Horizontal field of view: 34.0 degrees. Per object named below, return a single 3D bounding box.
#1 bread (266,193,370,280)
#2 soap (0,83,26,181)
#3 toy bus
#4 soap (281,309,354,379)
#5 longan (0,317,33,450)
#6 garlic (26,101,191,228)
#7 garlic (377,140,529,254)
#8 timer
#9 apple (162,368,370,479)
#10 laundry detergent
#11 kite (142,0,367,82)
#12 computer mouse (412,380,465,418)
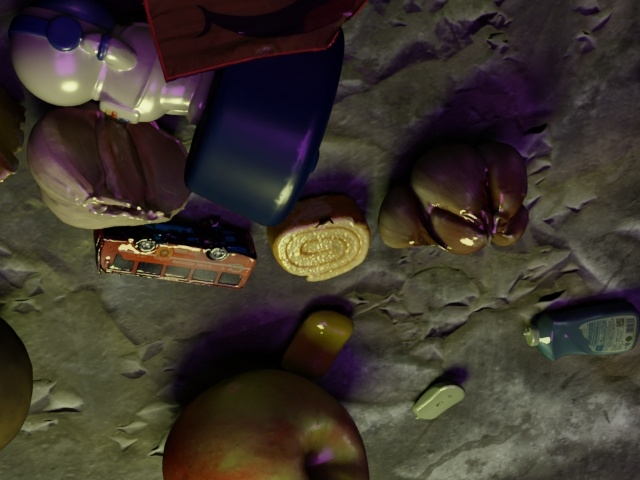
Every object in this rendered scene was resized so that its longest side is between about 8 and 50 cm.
[{"bbox_3d":[0.000,0.000,1.550,0.149,0.073,0.122,-14,130,-6],"label":"bread"},{"bbox_3d":[-0.510,-0.067,1.277,0.315,0.199,0.091,-31,121,9],"label":"soap"},{"bbox_3d":[-0.210,0.014,1.502,0.234,0.073,0.096,7,129,-22],"label":"toy bus"},{"bbox_3d":[-0.005,0.167,1.686,0.089,0.045,0.140,16,119,-29],"label":"soap"},{"bbox_3d":[-0.544,0.199,1.430,0.300,0.243,0.300,4,141,3],"label":"longan"},{"bbox_3d":[-0.282,-0.077,1.353,0.229,0.178,0.143,16,136,-44],"label":"garlic"},{"bbox_3d":[0.194,-0.065,1.515,0.214,0.191,0.160,2,100,-4],"label":"garlic"},{"bbox_3d":[-0.187,-0.196,1.270,0.383,0.270,0.270,18,119,-11],"label":"timer"},{"bbox_3d":[-0.092,0.365,1.642,0.277,0.319,0.319,-23,134,37],"label":"apple"},{"bbox_3d":[0.444,0.158,1.804,0.206,0.061,0.097,-5,128,-13],"label":"laundry detergent"},{"bbox_3d":[-0.094,-0.343,1.199,0.327,0.013,0.377,34,77,3],"label":"kite"},{"bbox_3d":[0.204,0.277,1.838,0.056,0.032,0.110,29,123,-30],"label":"computer mouse"}]
